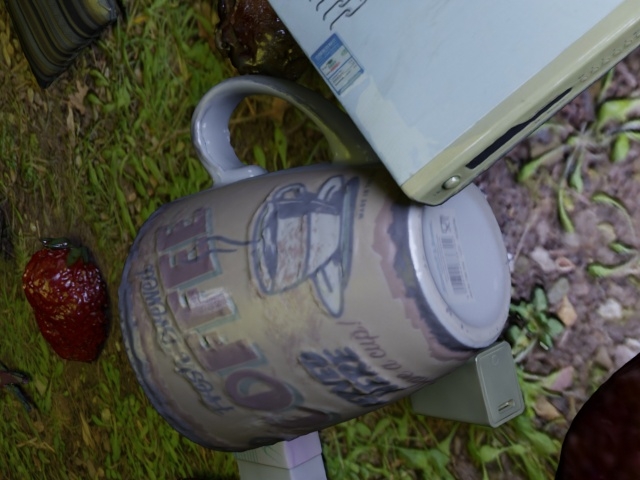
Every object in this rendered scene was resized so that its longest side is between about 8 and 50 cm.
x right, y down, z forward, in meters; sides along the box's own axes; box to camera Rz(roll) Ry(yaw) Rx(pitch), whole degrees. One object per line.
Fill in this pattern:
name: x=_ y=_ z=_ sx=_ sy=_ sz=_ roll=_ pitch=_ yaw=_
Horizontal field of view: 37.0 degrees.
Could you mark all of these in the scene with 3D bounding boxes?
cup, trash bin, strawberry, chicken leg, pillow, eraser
cup: x=0.000 y=0.000 z=0.761 sx=0.257 sy=0.227 sz=0.301 roll=-19 pitch=84 yaw=34
trash bin: x=0.114 y=0.118 z=0.788 sx=0.092 sy=0.043 sz=0.060 roll=-8 pitch=98 yaw=50
strawberry: x=-0.344 y=0.086 z=1.271 sx=0.147 sy=0.082 sz=0.187 roll=15 pitch=120 yaw=52
chicken leg: x=-0.058 y=-0.217 z=0.842 sx=0.196 sy=0.080 sz=0.125 roll=54 pitch=127 yaw=31
pillow: x=-0.322 y=-0.309 z=1.111 sx=0.212 sy=0.052 sz=0.208 roll=-25 pitch=89 yaw=50
eraser: x=-0.060 y=0.148 z=0.985 sx=0.096 sy=0.052 sz=0.225 roll=-4 pitch=101 yaw=47

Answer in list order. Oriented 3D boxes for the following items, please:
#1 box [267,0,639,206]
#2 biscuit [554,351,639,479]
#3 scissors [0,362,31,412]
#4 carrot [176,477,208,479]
box: x=0.111 y=-0.179 z=0.609 sx=0.270 sy=0.045 sz=0.210 roll=-42 pitch=71 yaw=21
biscuit: x=0.321 y=0.232 z=0.566 sx=0.407 sy=0.091 sz=0.407 roll=21 pitch=119 yaw=45
scissors: x=-0.513 y=0.220 z=1.540 sx=0.187 sy=0.020 sz=0.133 roll=18 pitch=112 yaw=45
carrot: x=-0.114 y=0.312 z=1.097 sx=0.229 sy=0.069 sz=0.068 roll=-7 pitch=98 yaw=47
